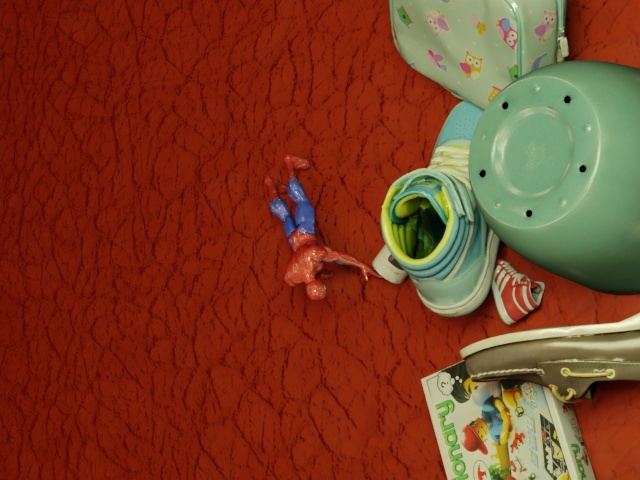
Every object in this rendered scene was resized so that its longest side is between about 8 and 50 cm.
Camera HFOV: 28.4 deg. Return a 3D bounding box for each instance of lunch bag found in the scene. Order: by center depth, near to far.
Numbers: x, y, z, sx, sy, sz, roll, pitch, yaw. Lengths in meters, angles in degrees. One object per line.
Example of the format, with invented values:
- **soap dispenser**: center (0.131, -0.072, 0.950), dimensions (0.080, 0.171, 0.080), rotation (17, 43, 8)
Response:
- **lunch bag**: center (0.213, -0.304, 1.701), dimensions (0.279, 0.108, 0.224), rotation (37, 146, 38)

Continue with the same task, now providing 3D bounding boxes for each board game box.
- **board game box**: center (0.257, 0.293, 1.665), dimensions (0.193, 0.053, 0.305), rotation (-30, 64, 34)

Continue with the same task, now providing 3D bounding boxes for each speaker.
- **speaker**: center (0.133, -0.003, 1.826), dimensions (0.136, 0.055, 0.055), rotation (-53, 53, 21)

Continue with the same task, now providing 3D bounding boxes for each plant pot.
- **plant pot**: center (0.322, -0.088, 1.549), dimensions (0.293, 0.235, 0.293), rotation (-8, 78, 40)

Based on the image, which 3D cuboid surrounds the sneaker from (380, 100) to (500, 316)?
- **sneaker**: center (0.172, -0.079, 1.667), dimensions (0.127, 0.208, 0.319), rotation (-2, 66, 26)

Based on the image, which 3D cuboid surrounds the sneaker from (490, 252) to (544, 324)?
- **sneaker**: center (0.261, 0.048, 1.711), dimensions (0.067, 0.042, 0.118), rotation (-32, 65, 33)

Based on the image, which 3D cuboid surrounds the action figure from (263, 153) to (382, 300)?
- **action figure**: center (0.000, 0.000, 1.934), dimensions (0.091, 0.139, 0.280), rotation (-48, 33, 29)

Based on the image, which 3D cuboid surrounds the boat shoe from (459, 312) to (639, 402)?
- **boat shoe**: center (0.331, 0.149, 1.555), dimensions (0.324, 0.116, 0.097), rotation (-11, 81, 21)
